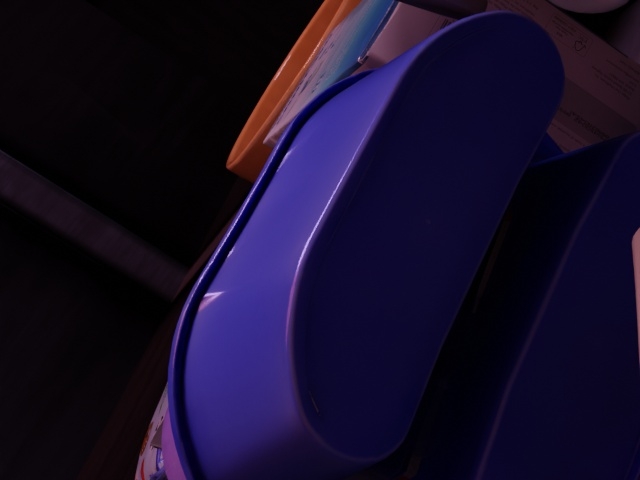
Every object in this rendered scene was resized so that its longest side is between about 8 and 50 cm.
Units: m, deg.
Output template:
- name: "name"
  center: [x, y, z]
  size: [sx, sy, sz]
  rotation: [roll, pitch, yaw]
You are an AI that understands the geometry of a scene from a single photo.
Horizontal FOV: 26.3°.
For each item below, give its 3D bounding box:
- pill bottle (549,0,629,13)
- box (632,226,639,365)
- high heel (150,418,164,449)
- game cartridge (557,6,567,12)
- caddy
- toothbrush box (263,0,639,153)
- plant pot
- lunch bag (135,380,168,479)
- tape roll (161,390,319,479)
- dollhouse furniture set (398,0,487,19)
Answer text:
- name: "pill bottle"
  center: [0.271, -0.335, 1.268]
  size: [0.229, 0.131, 0.131]
  rotation: [-61, 10, -24]
- name: "box"
  center: [0.188, 0.057, 0.514]
  size: [0.113, 0.094, 0.275]
  rotation: [-51, 11, 32]
- name: "high heel"
  center: [-0.098, 0.272, 1.002]
  size: [0.261, 0.186, 0.093]
  rotation: [-57, 28, -9]
- name: "game cartridge"
  center: [0.194, -0.320, 1.328]
  size: [0.323, 0.053, 0.285]
  rotation: [-62, -33, -25]
- name: "caddy"
  center: [0.065, 0.041, 0.763]
  size: [0.341, 0.241, 0.179]
  rotation: [-61, 14, -27]
- name: "toothbrush box"
  center: [0.102, -0.096, 1.086]
  size: [0.126, 0.216, 0.295]
  rotation: [-59, 10, -13]
- name: "plant pot"
  center: [0.054, -0.149, 1.547]
  size: [0.291, 0.203, 0.291]
  rotation: [-54, 9, 13]
- name: "lunch bag"
  center: [-0.086, 0.127, 1.379]
  size: [0.243, 0.115, 0.303]
  rotation: [127, 163, -66]
- name: "tape roll"
  center: [-0.010, 0.142, 0.956]
  size: [0.080, 0.189, 0.189]
  rotation: [-49, 13, 39]
- name: "dollhouse furniture set"
  center: [0.135, -0.299, 0.781]
  size: [0.394, 0.256, 0.362]
  rotation: [-11, -60, -84]
